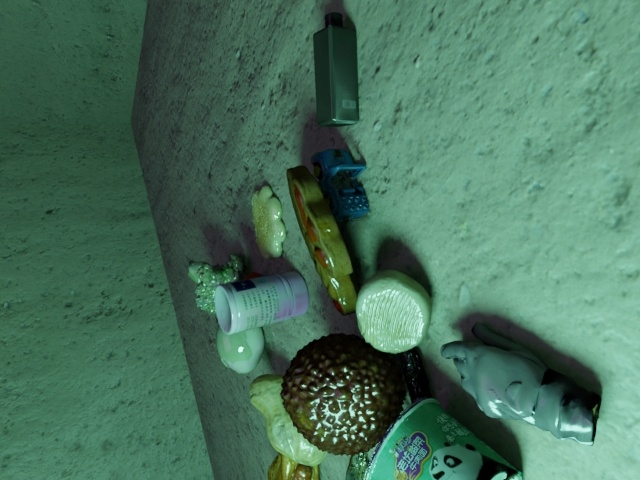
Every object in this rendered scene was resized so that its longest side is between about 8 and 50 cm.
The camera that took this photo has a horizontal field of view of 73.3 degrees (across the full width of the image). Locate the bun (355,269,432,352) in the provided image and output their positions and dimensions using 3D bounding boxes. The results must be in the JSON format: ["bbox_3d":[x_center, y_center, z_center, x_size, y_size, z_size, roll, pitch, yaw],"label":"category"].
[{"bbox_3d":[0.154,0.145,0.913,0.166,0.113,0.173,42,118,5],"label":"bun"}]

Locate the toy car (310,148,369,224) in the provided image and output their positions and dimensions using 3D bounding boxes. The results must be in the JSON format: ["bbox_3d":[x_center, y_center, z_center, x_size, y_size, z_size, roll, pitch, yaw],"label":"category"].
[{"bbox_3d":[0.055,-0.137,1.018,0.100,0.097,0.191,-32,71,52],"label":"toy car"}]

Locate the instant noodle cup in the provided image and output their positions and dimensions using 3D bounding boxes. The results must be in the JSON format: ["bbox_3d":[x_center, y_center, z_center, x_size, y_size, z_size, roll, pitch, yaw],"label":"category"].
[{"bbox_3d":[0.226,0.445,0.773,0.190,0.251,0.251,23,117,44],"label":"instant noodle cup"}]

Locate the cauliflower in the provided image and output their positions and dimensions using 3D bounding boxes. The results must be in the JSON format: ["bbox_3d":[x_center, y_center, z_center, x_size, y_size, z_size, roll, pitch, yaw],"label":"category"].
[{"bbox_3d":[-0.433,0.150,1.700,0.315,0.239,0.256,26,116,13],"label":"cauliflower"}]

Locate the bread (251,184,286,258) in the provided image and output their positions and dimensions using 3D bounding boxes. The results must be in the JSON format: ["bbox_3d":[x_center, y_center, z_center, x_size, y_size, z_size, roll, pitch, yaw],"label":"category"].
[{"bbox_3d":[-0.178,-0.062,1.461,0.182,0.039,0.251,-9,89,58],"label":"bread"}]

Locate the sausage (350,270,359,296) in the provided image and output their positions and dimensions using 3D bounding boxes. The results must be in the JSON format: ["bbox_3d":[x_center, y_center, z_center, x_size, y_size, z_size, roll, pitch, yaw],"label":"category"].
[{"bbox_3d":[0.089,0.131,1.096,0.026,0.026,0.116,-36,67,55],"label":"sausage"}]

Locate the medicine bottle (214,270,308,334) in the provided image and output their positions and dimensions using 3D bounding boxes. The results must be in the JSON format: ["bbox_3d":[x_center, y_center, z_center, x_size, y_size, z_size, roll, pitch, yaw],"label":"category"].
[{"bbox_3d":[-0.179,0.185,1.318,0.152,0.254,0.152,20,115,54],"label":"medicine bottle"}]

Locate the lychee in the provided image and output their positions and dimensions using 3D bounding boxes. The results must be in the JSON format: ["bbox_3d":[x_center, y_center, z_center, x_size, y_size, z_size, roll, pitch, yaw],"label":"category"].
[{"bbox_3d":[0.052,0.344,0.975,0.304,0.275,0.276,-41,62,43],"label":"lychee"}]

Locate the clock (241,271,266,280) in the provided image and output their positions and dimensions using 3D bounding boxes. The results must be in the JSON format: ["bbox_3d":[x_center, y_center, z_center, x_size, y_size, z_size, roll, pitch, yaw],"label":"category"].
[{"bbox_3d":[-0.248,0.175,1.574,0.155,0.113,0.061,-43,32,52],"label":"clock"}]

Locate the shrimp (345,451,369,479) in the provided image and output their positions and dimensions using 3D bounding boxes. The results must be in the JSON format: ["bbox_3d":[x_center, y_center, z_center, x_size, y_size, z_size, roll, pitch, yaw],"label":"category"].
[{"bbox_3d":[0.125,0.675,1.155,0.169,0.058,0.296,26,123,45],"label":"shrimp"}]

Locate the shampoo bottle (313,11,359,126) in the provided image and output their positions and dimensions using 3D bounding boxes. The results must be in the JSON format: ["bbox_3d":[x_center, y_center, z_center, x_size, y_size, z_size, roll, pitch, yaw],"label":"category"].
[{"bbox_3d":[0.035,-0.393,1.001,0.079,0.080,0.246,11,107,55],"label":"shampoo bottle"}]

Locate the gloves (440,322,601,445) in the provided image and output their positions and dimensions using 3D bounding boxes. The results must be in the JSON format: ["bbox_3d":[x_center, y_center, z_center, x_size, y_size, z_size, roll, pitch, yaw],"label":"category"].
[{"bbox_3d":[0.312,0.225,0.710,0.285,0.119,0.142,8,73,60],"label":"gloves"}]

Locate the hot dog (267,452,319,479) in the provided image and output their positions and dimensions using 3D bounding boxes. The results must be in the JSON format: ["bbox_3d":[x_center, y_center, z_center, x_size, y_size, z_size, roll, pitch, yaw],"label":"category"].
[{"bbox_3d":[-0.087,0.790,1.437,0.257,0.150,0.153,114,146,-40],"label":"hot dog"}]

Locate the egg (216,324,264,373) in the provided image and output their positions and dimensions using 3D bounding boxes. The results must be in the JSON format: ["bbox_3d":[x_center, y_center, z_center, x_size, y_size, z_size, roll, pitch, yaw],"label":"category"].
[{"bbox_3d":[-0.301,0.397,1.638,0.183,0.183,0.217,-7,99,58],"label":"egg"}]

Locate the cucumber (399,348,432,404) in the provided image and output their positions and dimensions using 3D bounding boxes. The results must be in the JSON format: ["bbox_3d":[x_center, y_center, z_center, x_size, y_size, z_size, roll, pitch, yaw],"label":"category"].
[{"bbox_3d":[0.208,0.304,0.931,0.053,0.053,0.182,-29,71,56],"label":"cucumber"}]

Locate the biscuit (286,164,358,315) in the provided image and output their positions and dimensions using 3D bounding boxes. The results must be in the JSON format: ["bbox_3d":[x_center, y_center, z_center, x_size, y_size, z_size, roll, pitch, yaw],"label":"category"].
[{"bbox_3d":[0.000,0.000,1.046,0.359,0.074,0.381,89,162,-78],"label":"biscuit"}]

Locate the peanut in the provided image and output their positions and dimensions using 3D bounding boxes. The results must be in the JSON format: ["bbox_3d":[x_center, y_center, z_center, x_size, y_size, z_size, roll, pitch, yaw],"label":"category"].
[{"bbox_3d":[-0.095,0.556,1.371,0.174,0.158,0.340,-43,48,8],"label":"peanut"}]
